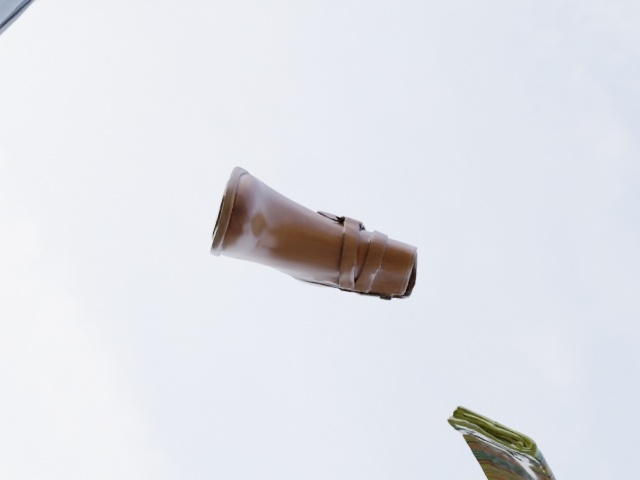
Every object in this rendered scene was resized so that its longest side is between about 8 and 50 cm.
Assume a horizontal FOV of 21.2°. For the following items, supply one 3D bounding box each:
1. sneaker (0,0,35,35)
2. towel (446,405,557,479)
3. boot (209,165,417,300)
[{"bbox_3d":[-0.160,-0.012,0.273,0.123,0.290,0.106,46,-50,-13],"label":"sneaker"},{"bbox_3d":[0.192,0.242,1.504,0.102,0.021,0.237,22,-30,50],"label":"towel"},{"bbox_3d":[0.000,0.000,1.350,0.152,0.197,0.073,17,-92,11],"label":"boot"}]
